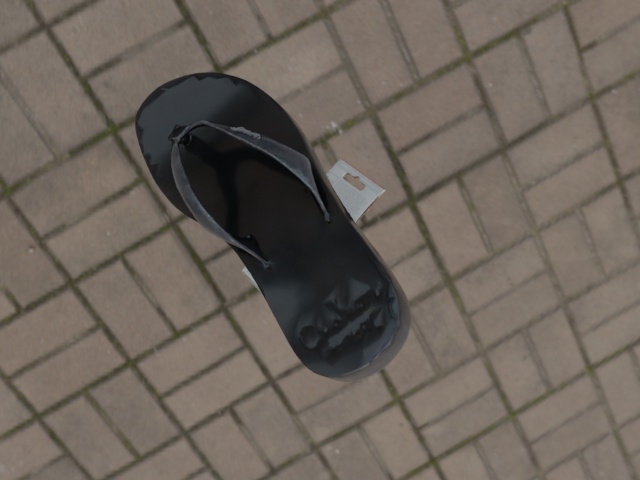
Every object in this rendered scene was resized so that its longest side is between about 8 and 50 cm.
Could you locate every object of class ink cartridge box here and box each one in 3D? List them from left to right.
[{"bbox_3d":[0.000,0.000,0.706,0.115,0.063,0.029,-49,133,0],"label":"ink cartridge box"}]

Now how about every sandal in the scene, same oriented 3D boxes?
[{"bbox_3d":[-0.036,-0.026,0.590,0.097,0.254,0.054,-47,150,7],"label":"sandal"}]
